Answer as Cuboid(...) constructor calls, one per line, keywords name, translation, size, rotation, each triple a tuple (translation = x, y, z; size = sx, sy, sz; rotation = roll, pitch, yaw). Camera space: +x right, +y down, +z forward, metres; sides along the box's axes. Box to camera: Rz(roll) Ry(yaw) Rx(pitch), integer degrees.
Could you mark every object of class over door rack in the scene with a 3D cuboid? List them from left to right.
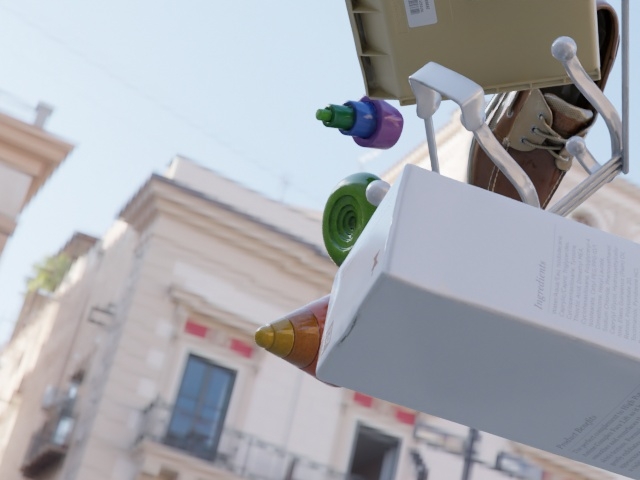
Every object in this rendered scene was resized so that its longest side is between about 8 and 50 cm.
Cuboid(name="over door rack", translation=(0.154, -0.099, 1.062), size=(0.108, 0.239, 0.324), rotation=(42, -22, 24))

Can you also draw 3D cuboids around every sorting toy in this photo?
Cuboid(name="sorting toy", translation=(0.000, 0.000, 1.612), size=(0.126, 0.365, 0.127), rotation=(4, 13, -36))

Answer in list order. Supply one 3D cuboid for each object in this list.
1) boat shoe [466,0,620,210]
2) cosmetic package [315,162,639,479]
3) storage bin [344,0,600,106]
Cuboid(name="boat shoe", translation=(0.269, -0.149, 1.620), size=(0.123, 0.324, 0.116), rotation=(15, 7, -17))
Cuboid(name="cosmetic package", translation=(0.126, 0.052, 0.743), size=(0.231, 0.085, 0.117), rotation=(20, -39, -9))
Cuboid(name="storage bin", translation=(0.156, -0.286, 1.408), size=(0.261, 0.123, 0.262), rotation=(-7, -44, 9))
